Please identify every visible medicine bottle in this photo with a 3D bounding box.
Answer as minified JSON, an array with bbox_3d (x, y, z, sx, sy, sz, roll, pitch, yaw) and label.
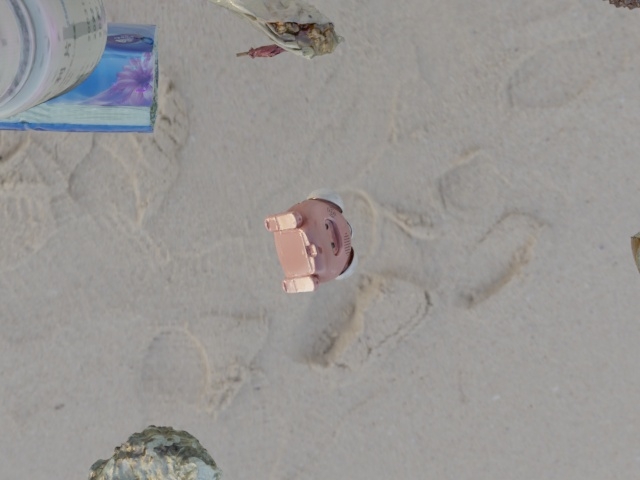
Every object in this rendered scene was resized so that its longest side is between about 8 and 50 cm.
[{"bbox_3d":[-0.329,-0.208,0.897,0.170,0.293,0.170,1,106,3],"label":"medicine bottle"}]

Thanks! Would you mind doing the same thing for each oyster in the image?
[{"bbox_3d":[-0.206,0.283,1.104,0.177,0.125,0.064,-28,146,8],"label":"oyster"}]

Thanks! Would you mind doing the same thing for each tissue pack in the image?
[{"bbox_3d":[-0.379,-0.254,1.370,0.263,0.198,0.146,1,115,-9],"label":"tissue pack"}]

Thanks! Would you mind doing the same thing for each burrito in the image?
[{"bbox_3d":[-0.143,-0.400,1.445,0.392,0.117,0.076,33,125,14],"label":"burrito"}]

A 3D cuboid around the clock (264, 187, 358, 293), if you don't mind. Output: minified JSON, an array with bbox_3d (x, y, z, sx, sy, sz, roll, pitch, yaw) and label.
[{"bbox_3d":[0.000,0.000,1.536,0.093,0.162,0.166,-9,101,39],"label":"clock"}]

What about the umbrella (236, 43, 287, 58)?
[{"bbox_3d":[-0.081,-0.363,1.712,0.165,0.027,0.025,-7,98,17],"label":"umbrella"}]

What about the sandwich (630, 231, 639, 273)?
[{"bbox_3d":[0.515,0.017,1.336,0.090,0.244,0.088,-19,87,23],"label":"sandwich"}]

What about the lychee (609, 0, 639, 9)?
[{"bbox_3d":[0.613,-0.571,1.685,0.300,0.264,0.264,-46,124,-30],"label":"lychee"}]
